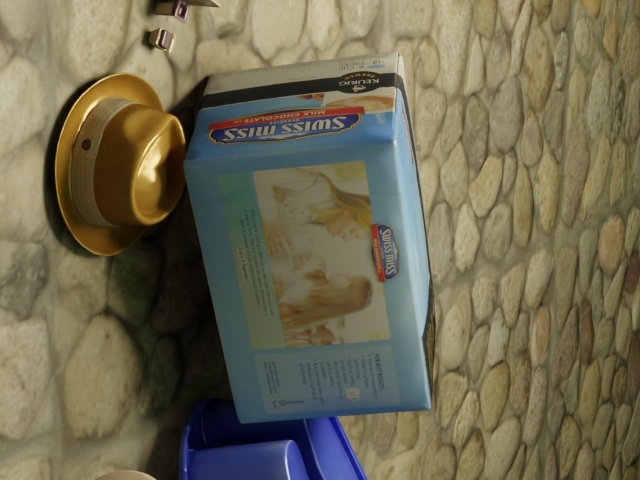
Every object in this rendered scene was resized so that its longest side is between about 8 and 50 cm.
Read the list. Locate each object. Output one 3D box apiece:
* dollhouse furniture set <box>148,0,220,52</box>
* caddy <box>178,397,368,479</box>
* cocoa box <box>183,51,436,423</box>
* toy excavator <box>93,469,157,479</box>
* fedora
[{"bbox_3d":[-0.158,-0.256,1.513,0.114,0.081,0.091,30,72,-57],"label":"dollhouse furniture set"},{"bbox_3d":[-0.054,0.337,1.724,0.241,0.179,0.341,-68,137,-60],"label":"caddy"},{"bbox_3d":[0.000,0.000,1.632,0.228,0.231,0.347,-81,164,-59],"label":"cocoa box"},{"bbox_3d":[-0.289,0.466,1.374,0.432,0.445,0.222,-25,135,-2],"label":"toy excavator"},{"bbox_3d":[-0.191,-0.077,1.508,0.194,0.079,0.194,-21,115,-56],"label":"fedora"}]
